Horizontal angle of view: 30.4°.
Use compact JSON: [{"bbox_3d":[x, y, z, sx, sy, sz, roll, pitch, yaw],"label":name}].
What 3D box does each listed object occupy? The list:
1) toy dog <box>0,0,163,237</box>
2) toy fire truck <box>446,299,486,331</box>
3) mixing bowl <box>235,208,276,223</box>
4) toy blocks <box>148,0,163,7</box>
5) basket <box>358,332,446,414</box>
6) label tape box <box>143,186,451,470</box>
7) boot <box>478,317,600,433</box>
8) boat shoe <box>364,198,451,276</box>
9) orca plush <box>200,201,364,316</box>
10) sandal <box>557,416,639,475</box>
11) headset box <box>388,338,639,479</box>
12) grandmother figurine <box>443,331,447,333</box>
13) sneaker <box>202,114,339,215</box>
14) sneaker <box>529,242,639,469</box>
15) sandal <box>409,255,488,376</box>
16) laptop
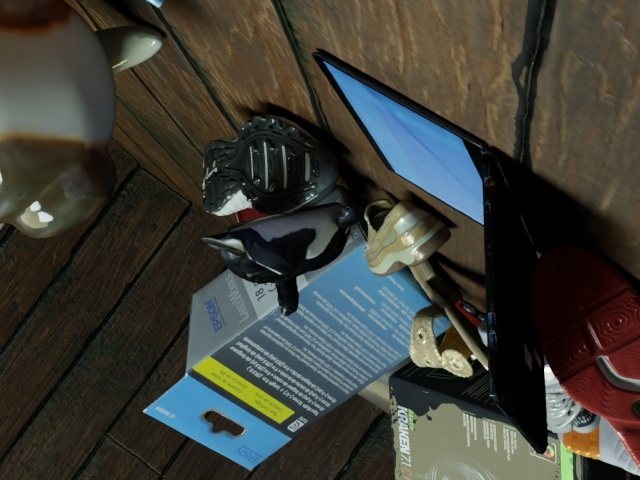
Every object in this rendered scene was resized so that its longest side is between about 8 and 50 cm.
[{"bbox_3d":[-0.308,-0.113,1.070,0.395,0.285,0.408,-7,-170,-20],"label":"toy dog"},{"bbox_3d":[0.208,0.127,1.595,0.192,0.047,0.135,34,175,15],"label":"toy fire truck"},{"bbox_3d":[-0.042,-0.013,1.513,0.181,0.098,0.181,-18,-90,-88],"label":"mixing bowl"},{"bbox_3d":[-0.181,-0.230,0.906,0.148,0.054,0.123,37,174,-13],"label":"toy blocks"},{"bbox_3d":[0.173,0.210,1.698,0.227,0.154,0.204,26,137,13],"label":"basket"},{"bbox_3d":[-0.034,0.116,1.442,0.240,0.333,0.106,42,-165,-48],"label":"label tape box"},{"bbox_3d":[0.227,0.123,1.095,0.123,0.095,0.258,53,-178,-5],"label":"boot"},{"bbox_3d":[0.075,-0.012,1.198,0.072,0.068,0.190,48,164,-3],"label":"boat shoe"},{"bbox_3d":[-0.024,0.025,1.187,0.287,0.151,0.102,-55,-46,-85],"label":"orca plush"},{"bbox_3d":[0.306,0.179,1.135,0.076,0.102,0.265,18,-177,-12],"label":"sandal"},{"bbox_3d":[0.234,0.274,1.372,0.283,0.131,0.246,16,122,39],"label":"headset box"},{"bbox_3d":[0.169,0.168,1.947,0.208,0.104,0.342,46,170,-13],"label":"grandmother figurine"},{"bbox_3d":[-0.040,-0.077,1.242,0.108,0.100,0.271,-2,-179,-24],"label":"sneaker"},{"bbox_3d":[0.226,0.089,0.929,0.221,0.087,0.128,59,-172,-11],"label":"sneaker"},{"bbox_3d":[0.131,0.104,1.293,0.088,0.079,0.240,40,-166,-33],"label":"sandal"},{"bbox_3d":[0.087,0.015,0.895,0.136,0.264,0.234,-5,160,17],"label":"laptop"}]
